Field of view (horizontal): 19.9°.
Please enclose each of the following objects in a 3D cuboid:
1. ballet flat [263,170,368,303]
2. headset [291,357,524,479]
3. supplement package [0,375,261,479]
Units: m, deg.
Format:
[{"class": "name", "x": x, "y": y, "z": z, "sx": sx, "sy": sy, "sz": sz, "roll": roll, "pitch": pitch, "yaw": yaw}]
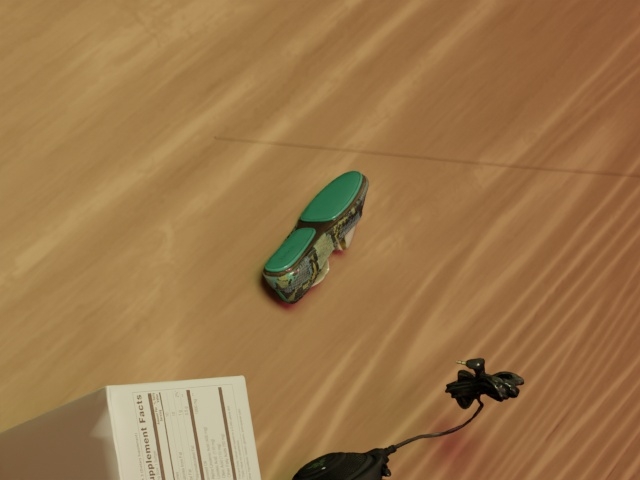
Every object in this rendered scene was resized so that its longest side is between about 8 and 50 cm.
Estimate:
[{"class": "ballet flat", "x": 0.000, "y": 0.000, "z": 2.029, "sx": 0.070, "sy": 0.070, "sz": 0.188, "roll": 49, "pitch": 56, "yaw": -11}, {"class": "headset", "x": 0.077, "y": 0.303, "z": 1.894, "sx": 0.243, "sy": 0.185, "sz": 0.394, "roll": 38, "pitch": 68, "yaw": -19}, {"class": "supplement package", "x": -0.180, "y": 0.251, "z": 1.685, "sx": 0.145, "sy": 0.262, "sz": 0.204, "roll": -2, "pitch": 76, "yaw": -36}]
